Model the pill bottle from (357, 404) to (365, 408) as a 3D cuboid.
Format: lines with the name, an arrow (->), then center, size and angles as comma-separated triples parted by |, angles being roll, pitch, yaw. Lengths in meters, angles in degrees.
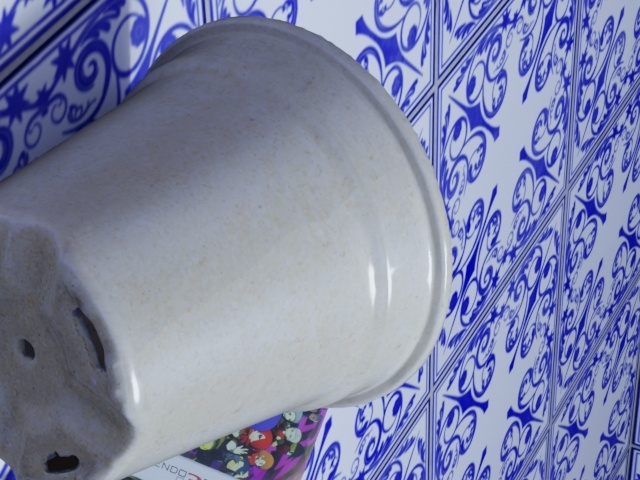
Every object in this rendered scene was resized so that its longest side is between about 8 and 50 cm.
pill bottle -> 0.012, 0.158, 2.116 | 0.043, 0.083, 0.043 | -48, 147, -47

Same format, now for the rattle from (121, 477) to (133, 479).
rattle -> -0.216, 0.302, 1.747 | 0.130, 0.143, 0.200 | 35, 87, -34

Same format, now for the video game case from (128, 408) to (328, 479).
video game case -> -0.091, 0.118, 1.707 | 0.232, 0.210, 0.042 | -68, -163, -11

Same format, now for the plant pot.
plant pot -> -0.123, 0.032, 1.445 | 0.305, 0.334, 0.334 | -30, 133, -45
